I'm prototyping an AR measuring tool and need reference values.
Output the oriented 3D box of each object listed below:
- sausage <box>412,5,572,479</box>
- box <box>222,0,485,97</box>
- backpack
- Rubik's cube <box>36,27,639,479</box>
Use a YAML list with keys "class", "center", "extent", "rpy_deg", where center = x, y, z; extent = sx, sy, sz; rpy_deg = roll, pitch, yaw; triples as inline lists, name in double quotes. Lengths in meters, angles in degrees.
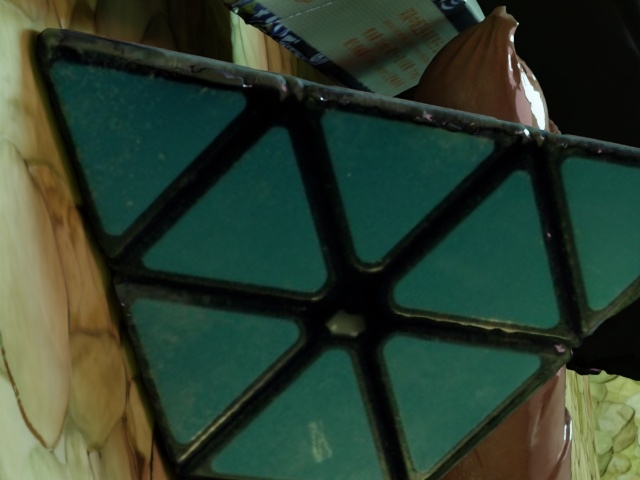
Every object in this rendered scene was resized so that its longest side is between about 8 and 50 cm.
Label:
- class: "sausage"
  center: [0.096, 0.077, 1.049]
  extent: [0.088, 0.088, 0.433]
  rpy_deg: [-75, 160, -61]
- class: "box"
  center: [-0.013, -0.184, 0.915]
  extent: [0.198, 0.084, 0.310]
  rpy_deg: [64, 9, 8]
- class: "backpack"
  center: [0.160, -0.072, 1.339]
  extent: [0.363, 0.255, 0.446]
  rpy_deg: [64, 12, 8]
- class: "Rubik's cube"
  center: [0.002, -0.002, 0.862]
  extent: [0.229, 0.228, 0.233]
  rpy_deg: [48, -35, 8]
